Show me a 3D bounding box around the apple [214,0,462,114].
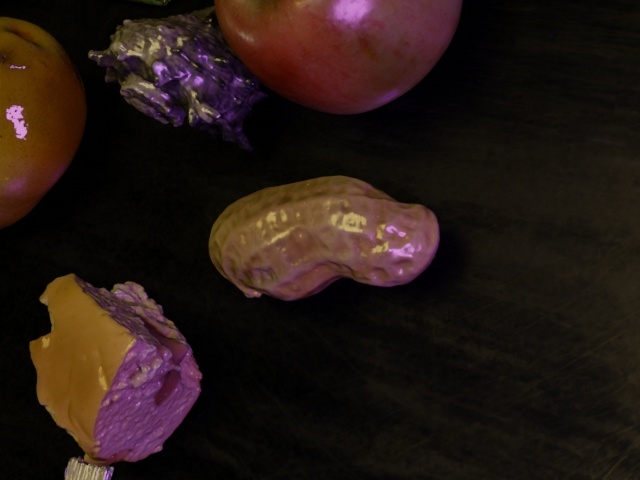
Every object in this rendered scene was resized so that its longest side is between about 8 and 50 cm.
[{"bbox_3d":[0.016,-0.318,1.818,0.319,0.277,0.319,-12,68,32],"label":"apple"}]

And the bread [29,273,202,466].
[{"bbox_3d":[-0.286,0.181,1.921,0.224,0.183,0.211,38,102,42],"label":"bread"}]

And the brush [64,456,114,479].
[{"bbox_3d":[-0.348,0.452,1.965,0.090,0.017,0.314,5,76,41],"label":"brush"}]

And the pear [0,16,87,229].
[{"bbox_3d":[-0.493,-0.165,2.155,0.285,0.285,0.336,21,100,40],"label":"pear"}]

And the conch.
[{"bbox_3d":[-0.194,-0.227,1.965,0.313,0.240,0.186,-107,32,-65],"label":"conch"}]

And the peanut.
[{"bbox_3d":[0.000,0.000,1.799,0.325,0.140,0.153,1,63,35],"label":"peanut"}]

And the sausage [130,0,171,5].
[{"bbox_3d":[-0.321,-0.390,2.261,0.269,0.033,0.033,15,82,39],"label":"sausage"}]
